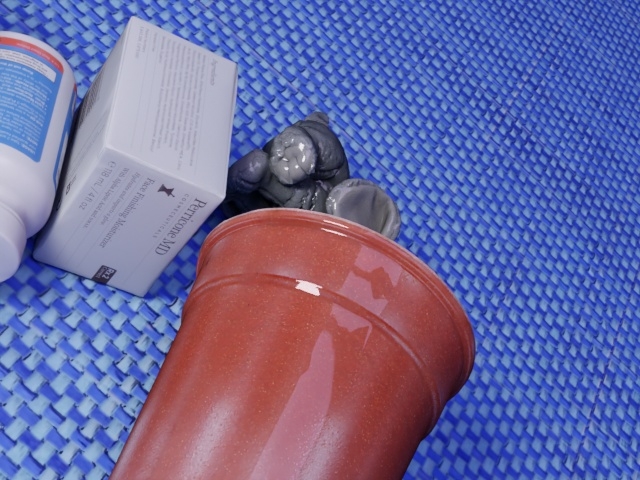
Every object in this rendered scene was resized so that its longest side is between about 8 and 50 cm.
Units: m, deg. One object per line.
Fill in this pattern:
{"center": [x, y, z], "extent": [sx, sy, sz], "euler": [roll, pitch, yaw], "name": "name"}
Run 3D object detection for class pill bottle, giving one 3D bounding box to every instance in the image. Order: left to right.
{"center": [-0.297, -0.074, 0.936], "extent": [0.124, 0.124, 0.221], "euler": [22, 45, -23], "name": "pill bottle"}

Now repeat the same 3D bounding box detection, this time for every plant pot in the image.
{"center": [-0.037, 0.161, 0.870], "extent": [0.272, 0.272, 0.265], "euler": [36, 50, -10], "name": "plant pot"}

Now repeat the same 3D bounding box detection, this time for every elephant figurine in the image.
{"center": [0.000, 0.000, 1.119], "extent": [0.239, 0.186, 0.169], "euler": [55, -2, -4], "name": "elephant figurine"}

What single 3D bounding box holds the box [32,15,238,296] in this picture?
{"center": [-0.174, -0.077, 0.992], "extent": [0.119, 0.181, 0.182], "euler": [22, 46, -23], "name": "box"}
